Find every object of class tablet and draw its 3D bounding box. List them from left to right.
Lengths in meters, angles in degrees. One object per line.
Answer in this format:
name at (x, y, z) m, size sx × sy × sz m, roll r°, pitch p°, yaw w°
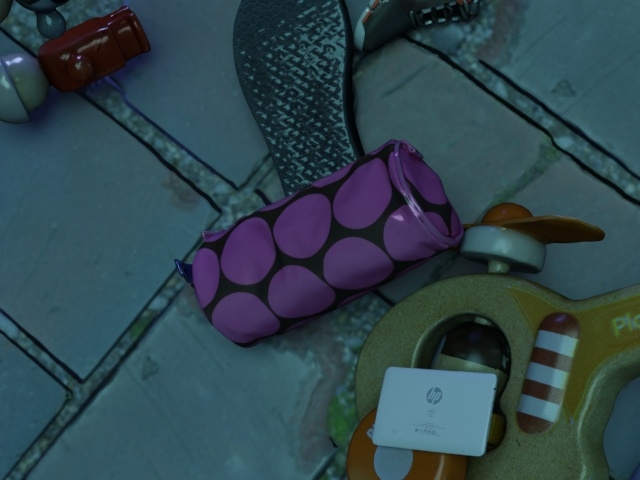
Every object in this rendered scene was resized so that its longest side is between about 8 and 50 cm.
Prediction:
tablet at (0.074, 0.110, 0.816) m, size 0.083 × 0.006 × 0.054 m, roll 0°, pitch 69°, yaw 34°

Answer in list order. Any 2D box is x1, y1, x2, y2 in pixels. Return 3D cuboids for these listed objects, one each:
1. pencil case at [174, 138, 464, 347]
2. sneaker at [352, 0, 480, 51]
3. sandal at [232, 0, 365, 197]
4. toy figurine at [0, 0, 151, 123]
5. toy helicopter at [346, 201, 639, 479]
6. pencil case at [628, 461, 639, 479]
pencil case at (0.000, 0.000, 0.926) m, size 0.209 × 0.095 × 0.098 m, roll -25°, pitch 60°, yaw 27°
sneaker at (0.095, -0.198, 1.005) m, size 0.158 × 0.061 × 0.065 m, roll -41°, pitch 85°, yaw 1°
sandal at (-0.008, -0.101, 1.008) m, size 0.097 × 0.054 × 0.255 m, roll -12°, pitch 87°, yaw 15°
toy figurine at (-0.246, -0.219, 0.979) m, size 0.148 × 0.209 × 0.213 m, roll -27°, pitch 75°, yaw -8°
toy helicopter at (0.176, 0.058, 0.858) m, size 0.355 × 0.140 × 0.235 m, roll -23°, pitch 58°, yaw 29°
pencil case at (0.330, 0.231, 0.856) m, size 0.273 × 0.124 × 0.114 m, roll 34°, pitch 114°, yaw 14°
